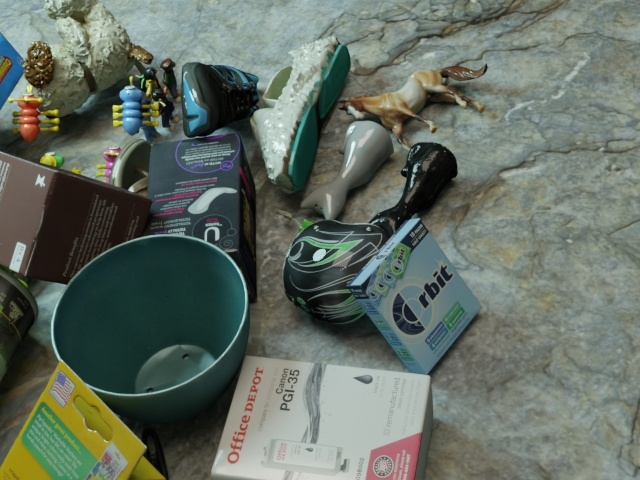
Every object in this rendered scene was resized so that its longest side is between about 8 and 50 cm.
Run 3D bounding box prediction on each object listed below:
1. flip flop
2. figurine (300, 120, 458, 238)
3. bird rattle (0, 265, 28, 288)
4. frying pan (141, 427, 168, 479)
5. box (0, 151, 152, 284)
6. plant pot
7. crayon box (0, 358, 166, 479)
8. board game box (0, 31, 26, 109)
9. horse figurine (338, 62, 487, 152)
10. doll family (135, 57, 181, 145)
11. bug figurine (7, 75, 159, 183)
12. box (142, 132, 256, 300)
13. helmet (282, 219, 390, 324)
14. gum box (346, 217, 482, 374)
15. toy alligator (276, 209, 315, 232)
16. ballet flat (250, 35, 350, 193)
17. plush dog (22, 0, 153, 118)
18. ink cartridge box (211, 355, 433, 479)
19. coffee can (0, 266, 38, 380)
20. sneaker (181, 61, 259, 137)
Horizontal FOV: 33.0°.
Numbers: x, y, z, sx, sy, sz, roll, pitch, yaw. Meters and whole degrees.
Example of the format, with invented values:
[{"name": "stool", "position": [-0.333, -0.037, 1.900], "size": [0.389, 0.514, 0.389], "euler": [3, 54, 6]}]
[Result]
[{"name": "flip flop", "position": [-0.326, -0.054, 1.889], "size": [0.080, 0.112, 0.277], "euler": [-1, 54, 14]}, {"name": "figurine", "position": [0.097, -0.093, 1.876], "size": [0.214, 0.092, 0.209], "euler": [22, 61, 26]}, {"name": "bird rattle", "position": [-0.583, 0.006, 1.865], "size": [0.253, 0.143, 0.207], "euler": [30, 50, 26]}, {"name": "frying pan", "position": [-0.190, 0.403, 1.524], "size": [0.197, 0.053, 0.326], "euler": [0, 53, 8]}, {"name": "box", "position": [-0.410, -0.026, 1.711], "size": [0.167, 0.203, 0.169], "euler": [19, 91, 40]}, {"name": "plant pot", "position": [-0.235, 0.162, 1.634], "size": [0.290, 0.195, 0.290], "euler": [-5, 50, 6]}, {"name": "crayon box", "position": [-0.341, 0.351, 1.453], "size": [0.203, 0.083, 0.323], "euler": [37, 102, 33]}, {"name": "board game box", "position": [-0.713, -0.214, 1.977], "size": [0.302, 0.086, 0.308], "euler": [-27, 29, 22]}, {"name": "horse figurine", "position": [0.188, -0.260, 2.009], "size": [0.263, 0.066, 0.174], "euler": [-34, 51, -19]}, {"name": "doll family", "position": [-0.318, -0.274, 2.074], "size": [0.076, 0.111, 0.193], "euler": [-5, 50, 5]}, {"name": "bug figurine", "position": [-0.434, -0.184, 1.969], "size": [0.279, 0.072, 0.216], "euler": [-4, 93, 3]}, {"name": "box", "position": [-0.200, -0.033, 1.828], "size": [0.165, 0.143, 0.270], "euler": [-7, 49, 6]}, {"name": "helmet", "position": [0.040, 0.052, 1.708], "size": [0.161, 0.169, 0.169], "euler": [9, 50, 37]}, {"name": "gum box", "position": [0.147, 0.086, 1.655], "size": [0.157, 0.184, 0.041], "euler": [-46, 19, -27]}, {"name": "toy alligator", "position": [0.000, 0.000, 1.833], "size": [0.189, 0.056, 0.051], "euler": [21, 96, 24]}, {"name": "ballet flat", "position": [-0.052, -0.231, 1.986], "size": [0.147, 0.147, 0.409], "euler": [7, 43, 15]}, {"name": "plush dog", "position": [-0.468, -0.331, 2.080], "size": [0.210, 0.262, 0.225], "euler": [36, 70, 18]}, {"name": "ink cartridge box", "position": [0.007, 0.290, 1.537], "size": [0.283, 0.117, 0.207], "euler": [5, 51, 13]}, {"name": "coffee can", "position": [-0.589, 0.182, 1.671], "size": [0.201, 0.202, 0.275], "euler": [8, 51, 16]}, {"name": "sneaker", "position": [-0.181, -0.269, 1.972], "size": [0.139, 0.125, 0.341], "euler": [2, 20, -2]}]
